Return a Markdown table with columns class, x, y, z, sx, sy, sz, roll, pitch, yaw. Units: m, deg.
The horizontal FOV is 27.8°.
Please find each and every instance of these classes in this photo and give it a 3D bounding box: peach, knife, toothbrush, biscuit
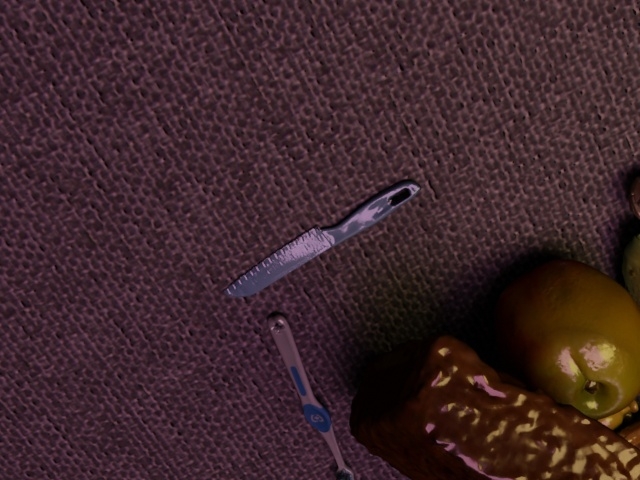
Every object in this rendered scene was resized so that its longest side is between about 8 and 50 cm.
| class | x | y | z | sx | sy | sz | roll | pitch | yaw |
| --- | --- | --- | --- | --- | --- | --- | --- | --- | --- |
| peach | 0.352 | 0.141 | 1.823 | 0.231 | 0.231 | 0.231 | -6 | 125 | -8 |
| knife | 0.000 | 0.000 | 1.774 | 0.313 | 0.019 | 0.044 | -32 | 117 | 11 |
| toothbrush | -0.007 | 0.254 | 1.941 | 0.040 | 0.040 | 0.386 | -19 | 122 | 1 |
| biscuit | 0.239 | 0.292 | 1.779 | 0.395 | 0.342 | 0.166 | 31 | 71 | -5 |

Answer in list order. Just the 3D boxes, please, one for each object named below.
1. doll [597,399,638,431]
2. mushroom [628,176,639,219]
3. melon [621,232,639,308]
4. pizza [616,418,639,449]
| class | x | y | z | sx | sy | sz | roll | pitch | yaw |
| --- | --- | --- | --- | --- | --- | --- | --- | --- | --- |
| doll | 0.402 | 0.298 | 2.024 | 0.188 | 0.096 | 0.145 | -9 | 146 | -37 |
| mushroom | 0.509 | -0.113 | 1.765 | 0.092 | 0.081 | 0.223 | 14 | 124 | -41 |
| melon | 0.601 | 0.033 | 1.858 | 0.323 | 0.124 | 0.196 | -18 | 126 | -7 |
| pizza | 0.519 | 0.353 | 2.074 | 0.188 | 0.062 | 0.199 | -13 | 139 | -28 |
